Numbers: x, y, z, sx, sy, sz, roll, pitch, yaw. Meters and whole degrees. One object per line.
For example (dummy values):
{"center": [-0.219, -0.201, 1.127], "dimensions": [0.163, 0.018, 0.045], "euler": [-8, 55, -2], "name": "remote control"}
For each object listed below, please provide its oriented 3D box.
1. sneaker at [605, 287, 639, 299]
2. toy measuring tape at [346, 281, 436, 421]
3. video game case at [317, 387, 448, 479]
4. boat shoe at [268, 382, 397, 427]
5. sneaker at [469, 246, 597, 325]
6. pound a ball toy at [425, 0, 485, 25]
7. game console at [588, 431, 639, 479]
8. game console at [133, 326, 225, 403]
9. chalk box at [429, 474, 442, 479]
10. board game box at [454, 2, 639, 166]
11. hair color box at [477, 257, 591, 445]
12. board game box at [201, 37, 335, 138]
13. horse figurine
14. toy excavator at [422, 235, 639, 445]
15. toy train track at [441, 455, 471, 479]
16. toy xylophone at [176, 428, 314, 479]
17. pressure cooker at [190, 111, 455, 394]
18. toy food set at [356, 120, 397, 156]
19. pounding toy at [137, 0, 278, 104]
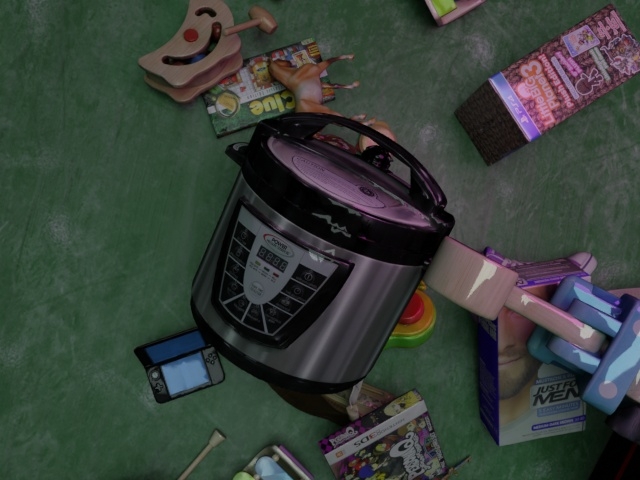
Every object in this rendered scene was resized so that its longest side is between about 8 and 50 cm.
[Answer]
{"center": [0.628, 0.160, 1.470], "dimensions": [0.302, 0.108, 0.121], "euler": [-3, 82, -8], "name": "sneaker"}
{"center": [0.151, 0.203, 1.384], "dimensions": [0.121, 0.121, 0.330], "euler": [24, 61, -4], "name": "toy measuring tape"}
{"center": [0.125, 0.413, 1.367], "dimensions": [0.210, 0.042, 0.232], "euler": [-26, 126, -8], "name": "video game case"}
{"center": [0.023, 0.297, 1.410], "dimensions": [0.285, 0.104, 0.089], "euler": [30, 51, -8], "name": "boat shoe"}
{"center": [0.418, 0.061, 1.461], "dimensions": [0.282, 0.102, 0.161], "euler": [-29, 86, -7], "name": "sneaker"}
{"center": [0.192, -0.601, 1.490], "dimensions": [0.208, 0.136, 0.319], "euler": [-28, 89, 18], "name": "pound a ball toy"}
{"center": [0.626, 0.369, 1.340], "dimensions": [0.060, 0.342, 0.386], "euler": [29, 83, 11], "name": "game console"}
{"center": [-0.269, 0.241, 1.381], "dimensions": [0.144, 0.085, 0.124], "euler": [-18, 87, -7], "name": "game console"}
{"center": [0.219, 0.553, 1.365], "dimensions": [0.132, 0.132, 0.213], "euler": [-31, 100, -4], "name": "chalk box"}
{"center": [0.450, -0.300, 1.425], "dimensions": [0.291, 0.232, 0.141], "euler": [-32, 89, -8], "name": "board game box"}
{"center": [0.409, 0.216, 1.382], "dimensions": [0.185, 0.110, 0.338], "euler": [-9, 109, -7], "name": "hair color box"}
{"center": [-0.112, -0.314, 1.470], "dimensions": [0.260, 0.030, 0.136], "euler": [-20, 90, -7], "name": "board game box"}
{"center": [0.003, -0.272, 1.392], "dimensions": [0.175, 0.066, 0.263], "euler": [-7, 63, -12], "name": "horse figurine"}
{"center": [0.401, 0.141, 1.162], "dimensions": [0.445, 0.433, 0.222], "euler": [28, 97, 17], "name": "toy excavator"}
{"center": [0.276, 0.465, 1.444], "dimensions": [0.083, 0.048, 0.014], "euler": [-30, 55, -24], "name": "toy train track"}
{"center": [-0.176, 0.517, 1.371], "dimensions": [0.236, 0.081, 0.322], "euler": [36, 83, -2], "name": "toy xylophone"}
{"center": [0.001, -0.002, 1.232], "dimensions": [0.370, 0.375, 0.420], "euler": [15, 113, -29], "name": "pressure cooker"}
{"center": [0.118, -0.202, 1.488], "dimensions": [0.083, 0.020, 0.083], "euler": [-33, 90, -7], "name": "toy food set"}
{"center": [-0.232, -0.403, 1.386], "dimensions": [0.269, 0.155, 0.154], "euler": [-36, 78, -13], "name": "pounding toy"}
